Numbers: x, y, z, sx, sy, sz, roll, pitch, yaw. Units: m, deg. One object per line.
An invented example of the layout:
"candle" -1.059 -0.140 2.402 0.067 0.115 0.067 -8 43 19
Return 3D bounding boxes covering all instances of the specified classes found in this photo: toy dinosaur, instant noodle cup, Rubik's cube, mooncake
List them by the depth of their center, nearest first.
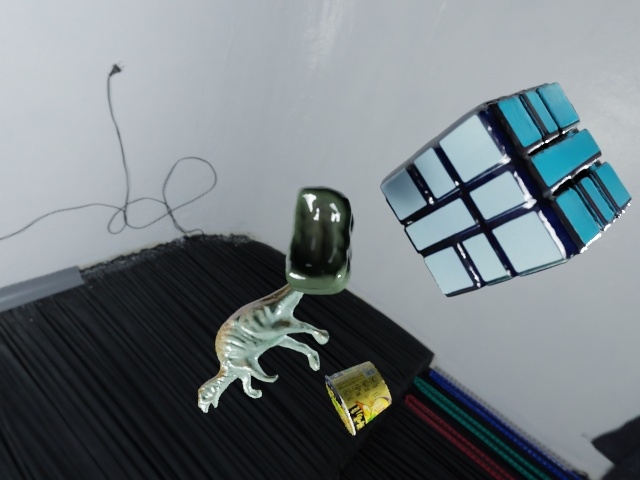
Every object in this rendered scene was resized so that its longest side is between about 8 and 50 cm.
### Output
"mooncake" 0.000 0.000 0.646 0.168 0.104 0.175 -52 145 -66
"toy dinosaur" -0.073 0.155 0.743 0.092 0.205 0.393 -156 -93 -80
"Rubik's cube" 0.339 -0.094 0.772 0.288 0.283 0.293 -25 171 -36
"instant noodle cup" 0.093 0.376 0.983 0.122 0.151 0.151 -23 148 -12
